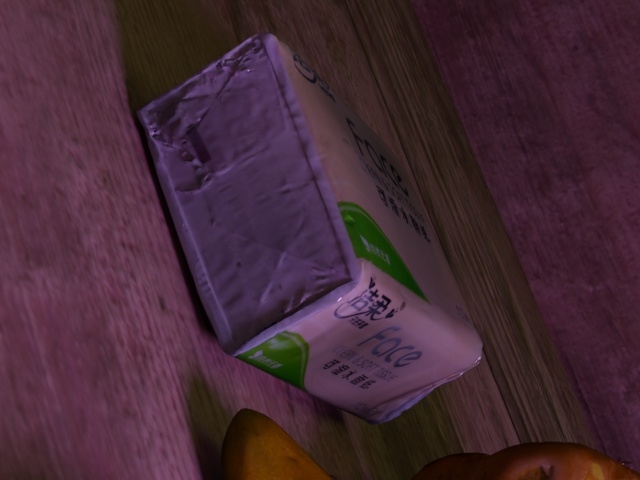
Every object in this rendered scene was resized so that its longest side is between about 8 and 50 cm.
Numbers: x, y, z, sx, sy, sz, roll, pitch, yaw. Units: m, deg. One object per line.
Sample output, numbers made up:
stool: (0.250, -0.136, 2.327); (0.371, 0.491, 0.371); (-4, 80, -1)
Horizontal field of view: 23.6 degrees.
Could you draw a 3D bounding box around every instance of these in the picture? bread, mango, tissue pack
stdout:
bread: (0.287, 0.374, 1.831); (0.337, 0.328, 0.148); (34, 58, -29)
mango: (-0.002, 0.300, 1.430); (0.316, 0.119, 0.176); (60, 23, 1)
tissue pack: (0.000, 0.000, 1.757); (0.405, 0.205, 0.331); (37, 27, -62)

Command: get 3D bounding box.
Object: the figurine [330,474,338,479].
figurine: (0.124, 0.342, 1.594); (0.175, 0.265, 0.197); (-59, 150, -58)
